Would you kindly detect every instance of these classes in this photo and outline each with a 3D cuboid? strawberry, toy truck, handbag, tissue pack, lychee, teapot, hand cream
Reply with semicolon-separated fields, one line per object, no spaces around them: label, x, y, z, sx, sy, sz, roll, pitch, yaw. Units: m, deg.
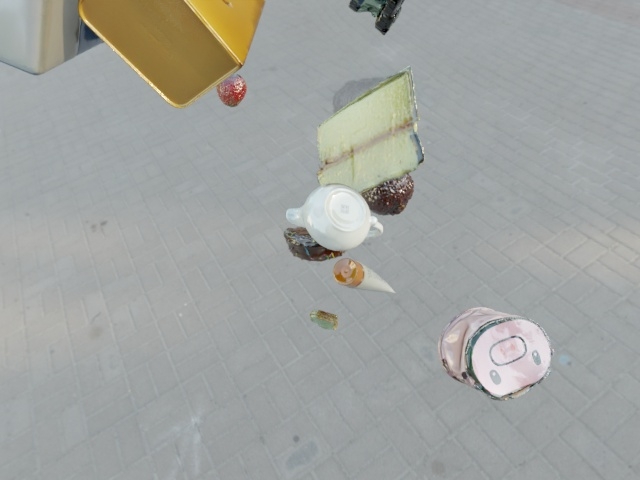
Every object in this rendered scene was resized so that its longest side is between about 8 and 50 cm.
strawberry;-0.287;-0.490;1.347;0.106;0.106;0.106;-5;46;5
toy truck;0.147;-0.560;0.890;0.113;0.208;0.126;35;91;-5
handbag;0.375;0.241;0.896;0.205;0.116;0.179;-21;88;-9
tissue pack;-0.214;-0.371;0.643;0.145;0.194;0.275;-24;40;24
lychee;0.280;-0.226;1.762;0.235;0.236;0.271;-18;57;-7
teapot;0.056;-0.062;1.208;0.298;0.139;0.204;18;63;-16
hand cream;0.145;0.122;1.389;0.139;0.314;0.089;30;95;34

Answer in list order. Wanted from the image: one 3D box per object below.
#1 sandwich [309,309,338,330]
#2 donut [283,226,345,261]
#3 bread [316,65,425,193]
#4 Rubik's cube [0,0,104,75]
sandwich;0.012;0.287;1.481;0.104;0.093;0.036;17;58;9
donut;-0.001;0.000;1.394;0.216;0.096;0.230;13;25;28
bread;0.148;-0.338;1.430;0.404;0.346;0.242;-20;6;-1
Rubik's cube;-0.452;-0.487;0.542;0.344;0.347;0.347;20;34;-16
